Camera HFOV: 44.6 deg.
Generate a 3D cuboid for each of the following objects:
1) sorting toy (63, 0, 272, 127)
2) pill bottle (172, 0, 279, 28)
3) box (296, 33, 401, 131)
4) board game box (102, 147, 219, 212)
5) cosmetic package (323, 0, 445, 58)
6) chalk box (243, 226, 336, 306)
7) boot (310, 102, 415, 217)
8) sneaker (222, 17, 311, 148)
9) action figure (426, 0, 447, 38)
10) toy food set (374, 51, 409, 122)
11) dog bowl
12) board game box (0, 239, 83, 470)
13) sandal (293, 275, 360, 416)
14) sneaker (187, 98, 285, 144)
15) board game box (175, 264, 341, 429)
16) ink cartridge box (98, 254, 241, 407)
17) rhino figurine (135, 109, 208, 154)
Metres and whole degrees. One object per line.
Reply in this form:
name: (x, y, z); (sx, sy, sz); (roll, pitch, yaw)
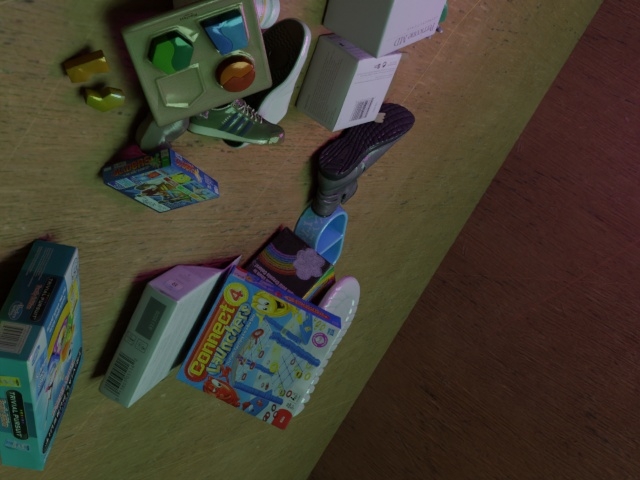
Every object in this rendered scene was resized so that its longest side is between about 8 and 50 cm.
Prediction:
sorting toy: (-0.232, -0.268, 1.247); (0.307, 0.041, 0.229); (-22, 147, -9)
pill bottle: (-0.151, -0.398, 1.309); (0.184, 0.103, 0.103); (-18, 139, -56)
box: (0.064, -0.363, 1.769); (0.181, 0.119, 0.182); (-25, 144, -50)
board game box: (-0.291, -0.107, 1.452); (0.136, 0.035, 0.201); (-14, 163, 13)
cosmetic package: (0.177, -0.620, 1.556); (0.230, 0.161, 0.453); (-33, 151, -40)
chalk box: (-0.118, 0.146, 2.082); (0.289, 0.180, 0.179); (-46, 160, -14)
boot: (0.102, -0.220, 2.112); (0.338, 0.118, 0.222); (-35, 159, -24)
sneaker: (-0.098, -0.317, 1.558); (0.290, 0.106, 0.123); (-53, 166, 28)
action figure: (0.290, -0.616, 1.929); (0.137, 0.063, 0.232); (-35, 149, -30)
toy food set: (0.139, -0.395, 1.972); (0.132, 0.038, 0.192); (-3, 124, -40)
dog bowl: (0.000, 0.000, 2.248); (0.166, 0.074, 0.297); (-38, 153, -32)
board game box: (-0.497, 0.207, 1.383); (0.253, 0.079, 0.336); (-83, -175, -46)
sandal: (-0.032, 0.267, 2.077); (0.416, 0.102, 0.169); (-61, 149, -9)
sneaker: (-0.157, -0.237, 1.481); (0.064, 0.192, 0.086); (-106, -154, -62)
board game box: (-0.151, 0.265, 1.924); (0.308, 0.302, 0.086); (-62, -174, 11)
ink cartridge box: (-0.348, 0.187, 1.872); (0.308, 0.091, 0.385); (-62, 173, 20)
rhino figurine: (-0.246, -0.247, 1.388); (0.243, 0.073, 0.106); (-58, 160, 9)
